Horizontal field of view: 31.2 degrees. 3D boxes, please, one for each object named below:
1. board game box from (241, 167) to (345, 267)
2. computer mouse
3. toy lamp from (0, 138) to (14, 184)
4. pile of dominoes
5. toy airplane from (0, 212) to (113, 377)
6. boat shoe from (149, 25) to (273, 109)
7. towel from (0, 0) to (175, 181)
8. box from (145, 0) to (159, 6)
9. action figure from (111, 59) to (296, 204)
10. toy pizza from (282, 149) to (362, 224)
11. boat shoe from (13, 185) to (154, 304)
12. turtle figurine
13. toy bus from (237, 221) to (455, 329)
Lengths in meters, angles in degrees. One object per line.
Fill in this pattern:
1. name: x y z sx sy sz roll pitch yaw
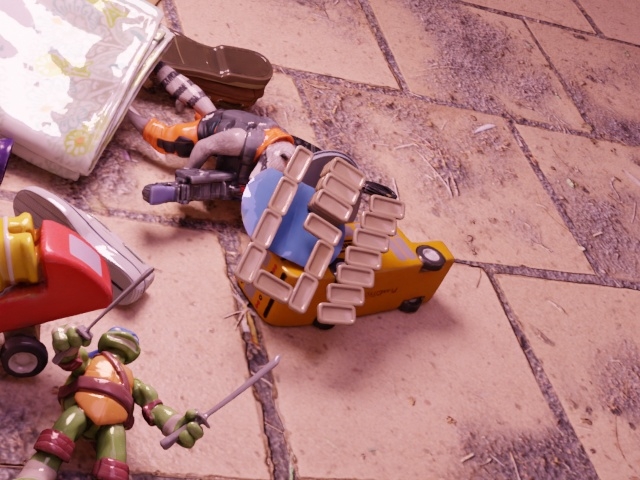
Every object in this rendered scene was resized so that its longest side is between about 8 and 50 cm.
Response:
1. board game box: -0.046 -0.024 1.678 0.168 0.033 0.133 25 57 -17
2. computer mouse: 0.026 -0.118 2.035 0.242 0.041 0.071 28 19 -8
3. toy lamp: -0.585 -0.156 1.647 0.274 0.080 0.080 16 37 -15
4. pile of dominoes: 0.000 0.000 1.663 0.196 0.040 0.251 32 63 -14
5. toy airplane: -0.481 0.002 1.347 0.386 0.272 0.384 36 34 18
6. boat shoe: -0.241 -0.296 2.025 0.307 0.104 0.111 13 47 -21
7. towel: -0.453 -0.300 1.771 0.374 0.090 0.321 27 64 -5
8. box: -0.406 -0.469 2.199 0.164 0.021 0.201 25 36 -4
9. action figure: -0.181 -0.160 1.815 0.330 0.179 0.341 24 20 25
10. toy pizza: -0.018 -0.052 1.785 0.201 0.201 0.032 -10 33 -40
11. boat shoe: -0.334 0.005 1.621 0.226 0.083 0.076 43 25 3
12. turtle figurine: -0.232 0.188 1.314 0.274 0.198 0.266 -5 48 26
13. toy bus: 0.047 0.047 1.776 0.332 0.108 0.130 -8 47 -38
